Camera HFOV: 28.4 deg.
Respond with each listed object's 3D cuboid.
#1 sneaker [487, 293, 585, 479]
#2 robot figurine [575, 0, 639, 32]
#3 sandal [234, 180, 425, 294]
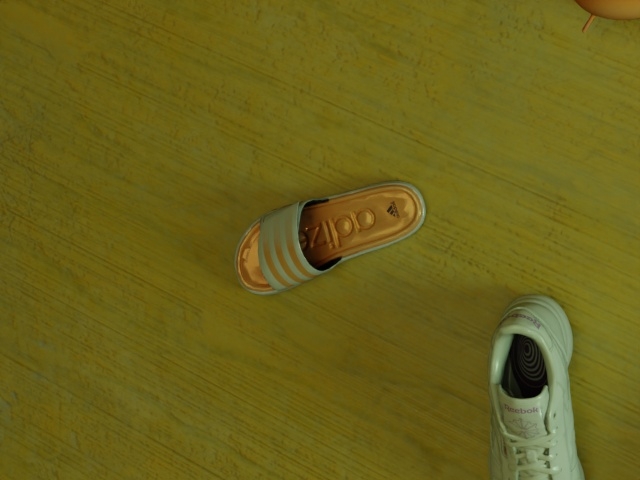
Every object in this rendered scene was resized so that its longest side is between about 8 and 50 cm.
[{"bbox_3d":[0.230,0.219,1.431,0.114,0.152,0.305,-5,93,20],"label":"sneaker"},{"bbox_3d":[0.329,-0.335,1.367,0.158,0.128,0.219,1,95,-13],"label":"robot figurine"},{"bbox_3d":[-0.003,-0.010,1.548,0.265,0.076,0.102,-22,85,22],"label":"sandal"}]
